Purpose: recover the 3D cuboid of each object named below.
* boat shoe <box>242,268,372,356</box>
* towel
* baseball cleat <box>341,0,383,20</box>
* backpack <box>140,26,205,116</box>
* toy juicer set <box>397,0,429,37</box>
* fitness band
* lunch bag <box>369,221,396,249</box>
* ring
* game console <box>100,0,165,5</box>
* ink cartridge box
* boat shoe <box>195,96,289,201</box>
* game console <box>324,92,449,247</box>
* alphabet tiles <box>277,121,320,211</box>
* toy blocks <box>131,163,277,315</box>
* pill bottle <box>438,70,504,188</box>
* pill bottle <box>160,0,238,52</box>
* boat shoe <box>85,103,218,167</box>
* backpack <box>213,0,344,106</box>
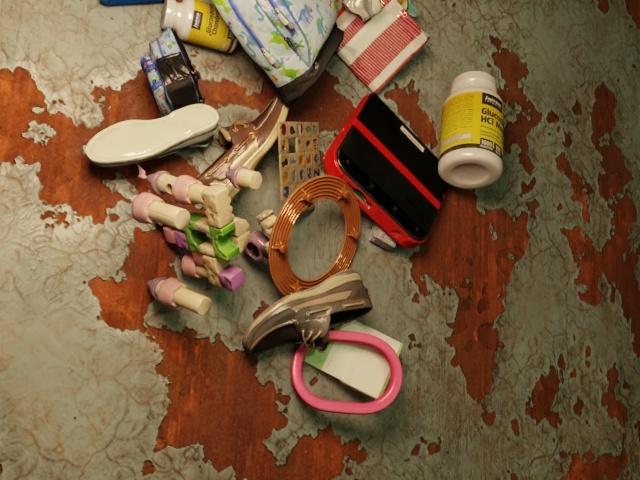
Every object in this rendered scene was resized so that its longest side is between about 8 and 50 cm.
[{"bbox_3d":[-0.023,0.198,1.402,0.355,0.132,0.130,-28,61,-17],"label":"boat shoe"},{"bbox_3d":[0.132,-0.626,1.634,0.237,0.037,0.329,-45,104,-1],"label":"towel"},{"bbox_3d":[0.094,-0.714,1.558,0.109,0.072,0.206,-27,98,5],"label":"baseball cleat"},{"bbox_3d":[-0.360,-0.407,1.337,0.117,0.158,0.173,-23,80,-10],"label":"backpack"},{"bbox_3d":[0.192,-0.703,1.692,0.329,0.089,0.209,48,65,-14],"label":"toy juicer set"},{"bbox_3d":[0.068,0.341,1.458,0.291,0.054,0.209,6,71,-6],"label":"fitness band"},{"bbox_3d":[0.187,-0.027,1.623,0.071,0.053,0.083,29,62,-23],"label":"lunch bag"},{"bbox_3d":[0.000,0.000,1.443,0.336,0.032,0.336,-22,122,-41],"label":"ring"},{"bbox_3d":[-0.383,-0.687,1.279,0.250,0.293,0.173,-16,89,-28],"label":"game console"},{"bbox_3d":[0.087,0.308,1.528,0.235,0.056,0.171,26,70,2],"label":"ink cartridge box"},{"bbox_3d":[-0.202,-0.246,1.416,0.123,0.123,0.342,37,75,-20],"label":"boat shoe"},{"bbox_3d":[0.207,-0.201,1.634,0.386,0.060,0.342,42,52,-17],"label":"game console"},{"bbox_3d":[-0.052,-0.192,1.480,0.198,0.009,0.237,-19,110,-59],"label":"alphabet tiles"},{"bbox_3d":[-0.291,-0.033,1.302,0.309,0.260,0.288,-39,133,-42],"label":"toy blocks"},{"bbox_3d":[0.462,-0.342,1.714,0.188,0.188,0.334,20,63,-24],"label":"pill bottle"},{"bbox_3d":[-0.300,-0.544,1.410,0.184,0.103,0.103,7,80,-26],"label":"pill bottle"},{"bbox_3d":[-0.385,-0.226,1.321,0.319,0.099,0.116,-27,68,-29],"label":"boat shoe"},{"bbox_3d":[-0.105,-0.563,1.362,0.355,0.273,0.290,39,53,-18],"label":"backpack"}]
